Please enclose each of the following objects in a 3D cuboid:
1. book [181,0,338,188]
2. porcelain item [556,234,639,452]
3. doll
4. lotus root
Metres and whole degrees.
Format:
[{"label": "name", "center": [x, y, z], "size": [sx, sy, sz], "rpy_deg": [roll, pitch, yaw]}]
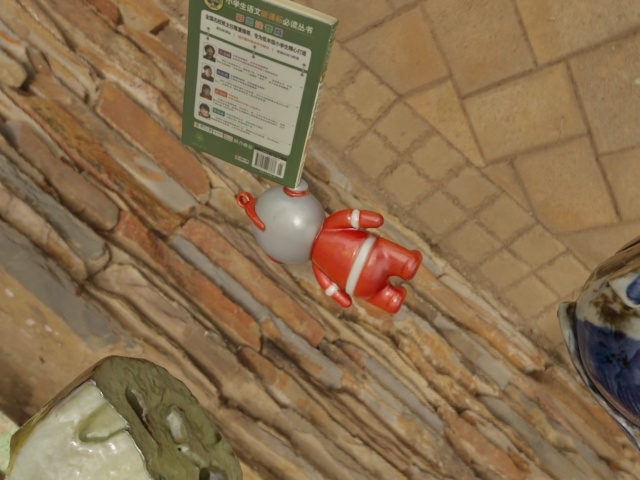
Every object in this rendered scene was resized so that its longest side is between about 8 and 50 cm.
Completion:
[{"label": "book", "center": [-0.099, -0.215, 0.769], "size": [0.201, 0.027, 0.264], "rpy_deg": [24, 132, 8]}, {"label": "porcelain item", "center": [0.302, 0.045, 0.315], "size": [0.288, 0.138, 0.186], "rpy_deg": [-34, 80, 26]}, {"label": "doll", "center": [0.000, 0.000, 0.915], "size": [0.336, 0.105, 0.200], "rpy_deg": [26, 127, 14]}, {"label": "lotus root", "center": [-0.147, 0.215, 0.456], "size": [0.118, 0.138, 0.235], "rpy_deg": [-29, 86, 12]}]
